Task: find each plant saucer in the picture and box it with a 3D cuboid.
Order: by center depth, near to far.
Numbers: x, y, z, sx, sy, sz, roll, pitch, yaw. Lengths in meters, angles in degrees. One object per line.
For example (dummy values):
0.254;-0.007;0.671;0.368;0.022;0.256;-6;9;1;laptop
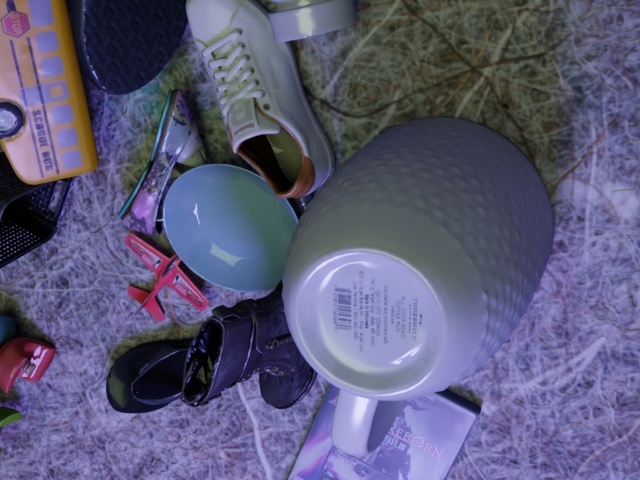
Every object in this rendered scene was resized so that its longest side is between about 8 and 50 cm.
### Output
-0.110;-0.022;1.451;0.195;0.037;0.195;10;124;15;plant saucer

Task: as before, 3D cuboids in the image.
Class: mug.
0.091;0.073;1.260;0.276;0.328;0.374;19;114;13;mug

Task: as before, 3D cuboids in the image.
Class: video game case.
0.076;0.294;1.515;0.196;0.026;0.274;26;116;9;video game case

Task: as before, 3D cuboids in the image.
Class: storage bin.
-0.421;-0.045;1.488;0.084;0.180;0.122;30;116;9;storage bin

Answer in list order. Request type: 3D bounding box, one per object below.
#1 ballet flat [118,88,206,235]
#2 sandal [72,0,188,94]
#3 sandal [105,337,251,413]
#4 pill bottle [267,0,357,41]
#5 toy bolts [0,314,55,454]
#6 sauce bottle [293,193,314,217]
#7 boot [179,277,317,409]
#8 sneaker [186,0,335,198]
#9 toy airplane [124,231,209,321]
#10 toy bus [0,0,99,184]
-0.197;-0.097;1.456;0.079;0.077;0.221;23;121;-9;ballet flat
-0.241;-0.402;1.330;0.107;0.167;0.446;18;112;43;sandal
-0.207;0.184;1.562;0.254;0.054;0.097;-21;100;25;sandal
-0.029;-0.348;1.270;0.121;0.121;0.221;-8;106;22;pill bottle
-0.528;0.206;1.621;0.158;0.218;0.228;34;98;13;toy bolts
0.000;0.000;1.428;0.042;0.042;0.128;-13;104;24;sauce bottle
-0.093;0.149;1.393;0.091;0.229;0.263;32;128;25;boot
-0.082;-0.184;1.348;0.106;0.123;0.290;-29;96;27;sneaker
-0.220;0.059;1.537;0.151;0.028;0.151;7;110;19;toy airplane
-0.371;-0.236;1.374;0.130;0.108;0.333;-13;127;-12;toy bus
